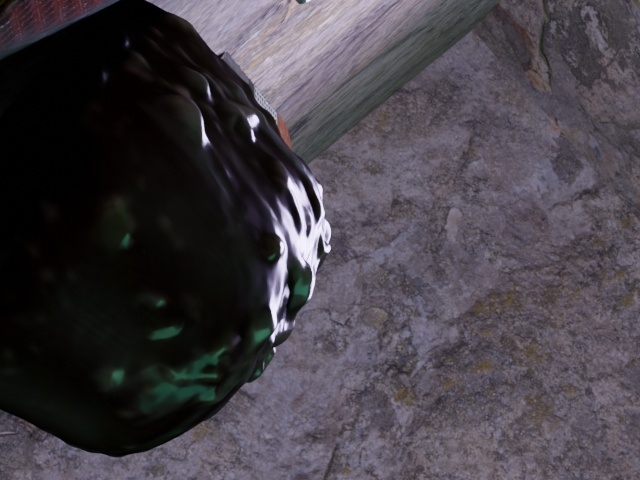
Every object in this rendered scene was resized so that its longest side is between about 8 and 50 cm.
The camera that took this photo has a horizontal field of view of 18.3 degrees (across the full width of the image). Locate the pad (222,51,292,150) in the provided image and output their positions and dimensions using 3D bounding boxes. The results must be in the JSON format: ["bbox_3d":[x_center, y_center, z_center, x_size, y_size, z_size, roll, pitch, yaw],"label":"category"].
[{"bbox_3d":[-0.022,0.010,1.792,0.055,0.323,0.250,-25,162,6],"label":"pad"}]

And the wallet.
[{"bbox_3d":[-0.127,-0.139,1.046,0.103,0.020,0.196,-41,179,38],"label":"wallet"}]

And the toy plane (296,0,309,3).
[{"bbox_3d":[0.060,-0.234,1.208,0.252,0.118,0.252,-41,-179,1],"label":"toy plane"}]

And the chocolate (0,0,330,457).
[{"bbox_3d":[-0.107,0.006,1.195,0.225,0.210,0.340,-50,-176,18],"label":"chocolate"}]
